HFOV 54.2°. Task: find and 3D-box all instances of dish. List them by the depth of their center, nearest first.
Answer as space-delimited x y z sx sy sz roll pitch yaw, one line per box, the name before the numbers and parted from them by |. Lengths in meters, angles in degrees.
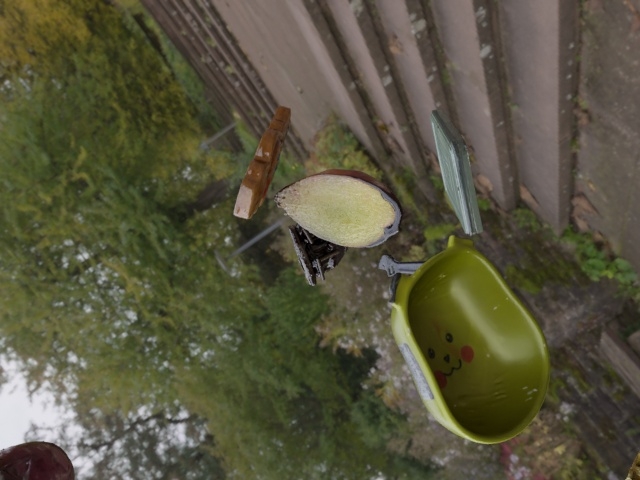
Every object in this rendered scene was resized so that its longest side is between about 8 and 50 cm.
dish | 0.179 0.140 0.847 0.262 0.221 0.108 58 144 -1

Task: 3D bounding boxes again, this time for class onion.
onion | -0.587 0.474 1.188 0.200 0.208 0.200 -2 -90 -86

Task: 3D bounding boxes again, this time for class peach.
peach | 0.042 -0.076 1.310 0.068 0.280 0.188 -59 -21 -49

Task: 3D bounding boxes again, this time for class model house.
model house | 0.002 0.001 1.787 0.141 0.164 0.203 -120 9 -47

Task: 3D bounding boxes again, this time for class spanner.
spanner | 0.174 0.048 1.184 0.209 0.012 0.046 -2 84 59

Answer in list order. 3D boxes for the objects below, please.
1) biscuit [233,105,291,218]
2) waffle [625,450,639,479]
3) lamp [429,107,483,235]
biscuit | -0.119 -0.160 1.360 0.047 0.201 0.333 19 -146 -2
waffle | 0.651 0.413 1.111 0.161 0.211 0.055 22 124 34
lamp | 0.350 -0.181 1.621 0.266 0.047 0.268 -95 -12 -58
